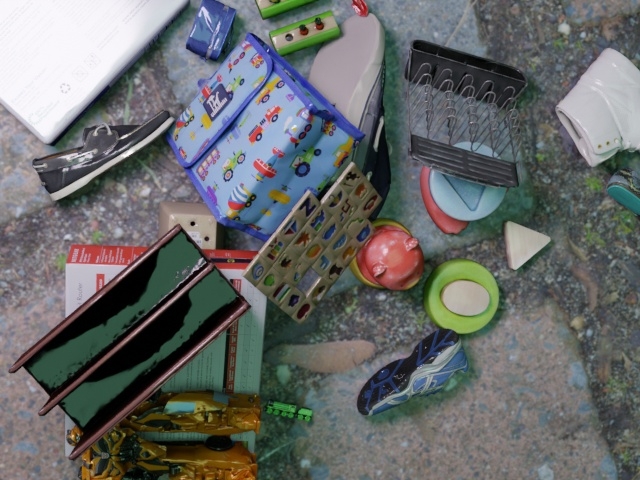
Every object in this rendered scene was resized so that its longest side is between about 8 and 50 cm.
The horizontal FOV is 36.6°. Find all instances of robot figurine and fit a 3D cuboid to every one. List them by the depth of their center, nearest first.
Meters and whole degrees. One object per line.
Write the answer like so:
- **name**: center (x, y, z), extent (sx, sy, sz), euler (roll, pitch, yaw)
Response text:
- **robot figurine**: center (-0.239, 0.304, 1.470), extent (0.291, 0.085, 0.211), euler (1, 111, -8)

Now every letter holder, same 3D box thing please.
- **letter holder**: center (-0.257, 0.130, 1.304), extent (0.302, 0.214, 0.152), euler (-41, 96, -6)

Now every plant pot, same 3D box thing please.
- **plant pot**: center (-0.206, -0.007, 1.550), extent (0.109, 0.096, 0.109), euler (3, 92, -9)

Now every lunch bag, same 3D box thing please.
- **lunch bag**: center (-0.109, -0.173, 1.490), extent (0.221, 0.293, 0.138), euler (-51, 139, 13)
- **lunch bag**: center (-0.173, -0.334, 1.551), extent (0.065, 0.067, 0.098), euler (20, 91, -9)

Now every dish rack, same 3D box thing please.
- **dish rack**: center (0.232, -0.198, 1.546), extent (0.208, 0.271, 0.074), euler (13, 133, -8)

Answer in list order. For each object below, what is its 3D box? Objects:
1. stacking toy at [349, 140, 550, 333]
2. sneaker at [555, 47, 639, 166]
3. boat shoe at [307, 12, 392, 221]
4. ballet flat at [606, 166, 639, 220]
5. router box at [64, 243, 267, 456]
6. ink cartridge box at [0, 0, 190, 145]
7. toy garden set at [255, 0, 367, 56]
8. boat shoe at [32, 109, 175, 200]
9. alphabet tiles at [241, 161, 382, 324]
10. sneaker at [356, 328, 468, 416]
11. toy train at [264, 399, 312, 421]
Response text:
- **stacking toy**: center (0.233, 0.005, 1.601), extent (0.279, 0.130, 0.309), euler (41, 87, -8)
- **sneaker**: center (0.536, -0.168, 1.658), extent (0.292, 0.108, 0.169), euler (44, 88, 1)
- **boat shoe**: center (0.058, -0.191, 1.583), extent (0.158, 0.127, 0.340), euler (38, 63, -48)
- **ballet flat**: center (0.582, -0.059, 1.689), extent (0.188, 0.070, 0.070), euler (41, 87, -13)
- **router box**: center (-0.242, 0.177, 1.511), extent (0.301, 0.082, 0.335), euler (3, 111, -9)
- **ink cartridge box**: center (-0.432, -0.374, 1.510), extent (0.330, 0.071, 0.324), euler (44, 86, -5)
- **toy garden set**: center (-0.018, -0.445, 1.555), extent (0.204, 0.049, 0.244), euler (-21, 85, -6)
- **boat shoe**: center (-0.340, -0.150, 1.528), extent (0.233, 0.084, 0.079), euler (-30, 99, -4)
- **alphabet tiles**: center (0.000, 0.000, 1.474), extent (0.237, 0.009, 0.198), euler (-52, 144, -6)
- **sneaker**: center (0.158, 0.239, 1.627), extent (0.211, 0.080, 0.081), euler (-33, 118, 4)
- **toy train**: center (-0.053, 0.286, 1.630), extent (0.083, 0.017, 0.023), euler (14, 81, -9)
